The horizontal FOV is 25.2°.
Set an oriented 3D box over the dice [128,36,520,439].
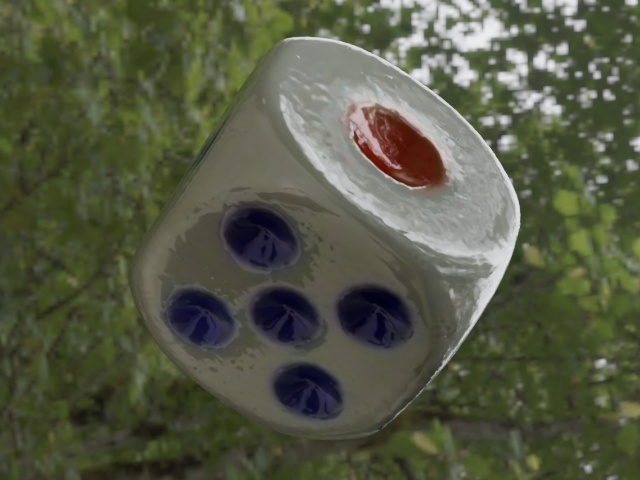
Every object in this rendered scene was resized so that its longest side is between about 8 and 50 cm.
[{"bbox_3d":[0.000,0.000,1.462,0.304,0.304,0.277,-52,-171,37],"label":"dice"}]
